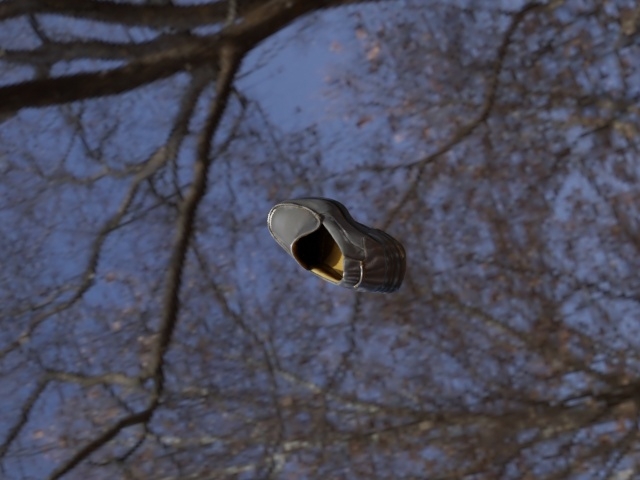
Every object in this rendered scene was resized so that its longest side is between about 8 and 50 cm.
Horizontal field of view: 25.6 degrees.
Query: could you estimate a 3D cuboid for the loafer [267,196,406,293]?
[{"bbox_3d":[0.000,0.000,1.209,0.061,0.170,0.062,-2,-75,-37],"label":"loafer"}]
